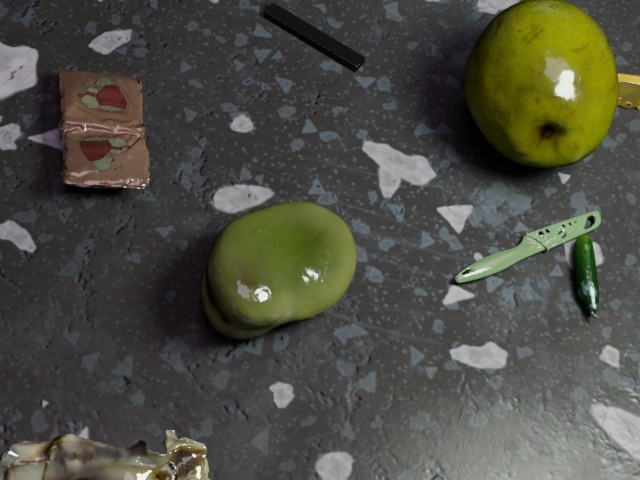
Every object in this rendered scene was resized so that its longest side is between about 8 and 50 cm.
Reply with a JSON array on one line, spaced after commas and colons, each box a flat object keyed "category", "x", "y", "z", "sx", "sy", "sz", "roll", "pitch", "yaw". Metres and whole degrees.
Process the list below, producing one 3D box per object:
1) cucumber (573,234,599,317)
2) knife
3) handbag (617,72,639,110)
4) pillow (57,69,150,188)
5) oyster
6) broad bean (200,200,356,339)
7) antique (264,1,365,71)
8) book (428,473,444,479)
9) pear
[{"category": "cucumber", "x": 0.411, "y": 0.052, "z": 1.987, "sx": 0.037, "sy": 0.037, "sz": 0.155, "roll": 6, "pitch": 55, "yaw": -8}, {"category": "knife", "x": 0.326, "y": 0.008, "z": 2.010, "sx": 0.293, "sy": 0.020, "sz": 0.043, "roll": -20, "pitch": 61, "yaw": -24}, {"category": "handbag", "x": 0.534, "y": -0.254, "z": 2.205, "sx": 0.083, "sy": 0.061, "sz": 0.027, "roll": 8, "pitch": 51, "yaw": -5}, {"category": "pillow", "x": -0.335, "y": -0.169, "z": 1.976, "sx": 0.135, "sy": 0.049, "sz": 0.248, "roll": -1, "pitch": 53, "yaw": -13}, {"category": "oyster", "x": -0.299, "y": 0.340, "z": 1.610, "sx": 0.271, "sy": 0.100, "sz": 0.275, "roll": 22, "pitch": 67, "yaw": 6}, {"category": "broad bean", "x": -0.064, "y": 0.039, "z": 1.859, "sx": 0.263, "sy": 0.121, "sz": 0.189, "roll": -28, "pitch": 70, "yaw": -38}, {"category": "antique", "x": -0.011, "y": -0.345, "z": 2.181, "sx": 0.192, "sy": 0.015, "sz": 0.031, "roll": 32, "pitch": 57, "yaw": 11}, {"category": "book", "x": 0.191, "y": 0.455, "z": 1.675, "sx": 0.269, "sy": 0.025, "sz": 0.191, "roll": 41, "pitch": 58, "yaw": 17}, {"category": "pear", "x": 0.358, "y": -0.259, "z": 2.064, "sx": 0.253, "sy": 0.253, "sz": 0.307, "roll": 16, "pitch": 48, "yaw": -1}]
